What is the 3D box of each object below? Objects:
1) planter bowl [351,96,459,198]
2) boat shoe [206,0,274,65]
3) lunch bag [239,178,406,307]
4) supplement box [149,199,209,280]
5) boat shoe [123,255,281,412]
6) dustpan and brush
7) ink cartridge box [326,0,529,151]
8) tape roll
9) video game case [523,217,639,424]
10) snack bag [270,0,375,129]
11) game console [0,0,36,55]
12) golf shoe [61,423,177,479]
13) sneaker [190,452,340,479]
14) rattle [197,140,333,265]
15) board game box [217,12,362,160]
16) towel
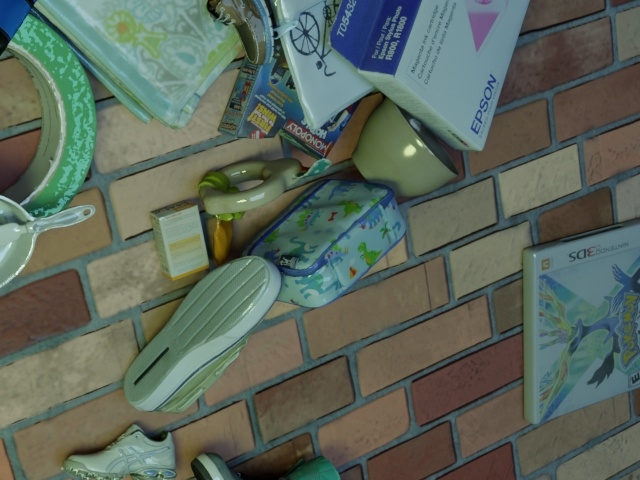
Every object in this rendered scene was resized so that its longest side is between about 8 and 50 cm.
[{"bbox_3d":[0.117,-0.127,1.855,0.109,0.162,0.162,-40,125,14],"label":"planter bowl"},{"bbox_3d":[-0.114,-0.311,1.601,0.066,0.066,0.183,-22,103,-23],"label":"boat shoe"},{"bbox_3d":[0.000,0.000,1.784,0.219,0.176,0.090,-42,123,-28],"label":"lunch bag"},{"bbox_3d":[-0.200,0.000,1.747,0.062,0.036,0.098,-20,113,-27],"label":"supplement box"},{"bbox_3d":[-0.155,0.135,1.738,0.302,0.109,0.094,-42,142,21],"label":"boat shoe"},{"bbox_3d":[-0.384,-0.012,1.519,0.211,0.060,0.147,-21,114,-26],"label":"dustpan and brush"},{"bbox_3d":[0.178,-0.344,1.799,0.330,0.071,0.324,33,71,-45],"label":"ink cartridge box"},{"bbox_3d":[-0.442,-0.141,1.530,0.321,0.077,0.321,-10,109,-31],"label":"tape roll"},{"bbox_3d":[0.491,0.142,2.227,0.300,0.036,0.329,-13,111,-29],"label":"video game case"},{"bbox_3d":[0.036,-0.358,1.725,0.323,0.037,0.342,-37,119,-43],"label":"snack bag"},{"bbox_3d":[-0.496,-0.292,1.404,0.293,0.173,0.250,35,49,-19],"label":"game console"},{"bbox_3d":[-0.289,0.307,1.773,0.176,0.069,0.086,10,78,-37],"label":"golf shoe"},{"bbox_3d":[-0.063,0.384,1.887,0.178,0.124,0.295,-40,129,-11],"label":"sneaker"},{"bbox_3d":[-0.064,-0.049,1.746,0.200,0.130,0.142,-15,100,-8],"label":"rattle"},{"bbox_3d":[-0.050,-0.207,1.771,0.194,0.060,0.194,36,84,-34],"label":"board game box"},{"bbox_3d":[-0.225,-0.369,1.601,0.374,0.090,0.320,45,75,-33],"label":"towel"}]
